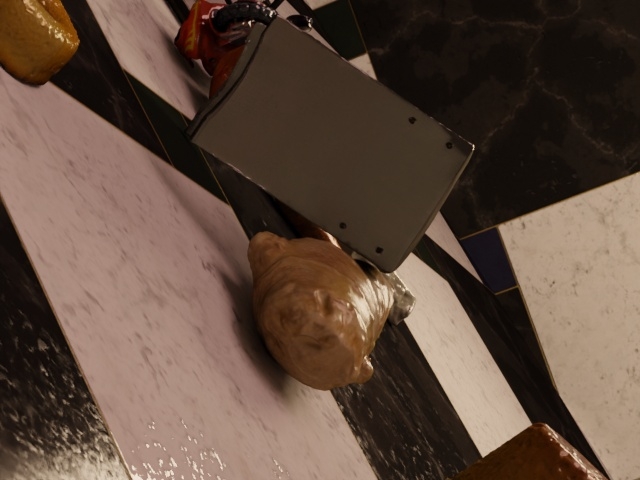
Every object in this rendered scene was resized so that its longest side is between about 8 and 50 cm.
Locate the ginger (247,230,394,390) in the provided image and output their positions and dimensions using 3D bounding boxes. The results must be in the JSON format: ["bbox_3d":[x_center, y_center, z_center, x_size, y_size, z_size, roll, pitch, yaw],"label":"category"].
[{"bbox_3d":[0.004,0.072,1.767,0.190,0.126,0.354,47,6,9],"label":"ginger"}]

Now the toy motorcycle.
[{"bbox_3d":[-0.096,-0.258,2.241,0.298,0.171,0.089,43,41,-66],"label":"toy motorcycle"}]

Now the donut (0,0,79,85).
[{"bbox_3d":[-0.278,-0.212,1.517,0.152,0.058,0.152,54,8,-11],"label":"donut"}]

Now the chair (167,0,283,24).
[{"bbox_3d":[-0.152,-0.357,2.377,0.154,0.141,0.260,57,-34,5],"label":"chair"}]

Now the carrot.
[{"bbox_3d":[0.000,0.000,2.198,0.191,0.047,0.047,57,9,-15],"label":"carrot"}]

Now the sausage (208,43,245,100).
[{"bbox_3d":[-0.046,-0.166,2.177,0.268,0.153,0.141,36,33,-62],"label":"sausage"}]

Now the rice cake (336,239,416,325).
[{"bbox_3d":[0.052,0.012,2.377,0.256,0.052,0.057,53,40,-16],"label":"rice cake"}]

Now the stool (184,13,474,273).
[{"bbox_3d":[0.004,-0.111,1.854,0.270,0.170,0.243,33,1,-9],"label":"stool"}]

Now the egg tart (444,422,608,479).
[{"bbox_3d":[0.263,0.328,2.029,0.215,0.171,0.215,41,4,-3],"label":"egg tart"}]
